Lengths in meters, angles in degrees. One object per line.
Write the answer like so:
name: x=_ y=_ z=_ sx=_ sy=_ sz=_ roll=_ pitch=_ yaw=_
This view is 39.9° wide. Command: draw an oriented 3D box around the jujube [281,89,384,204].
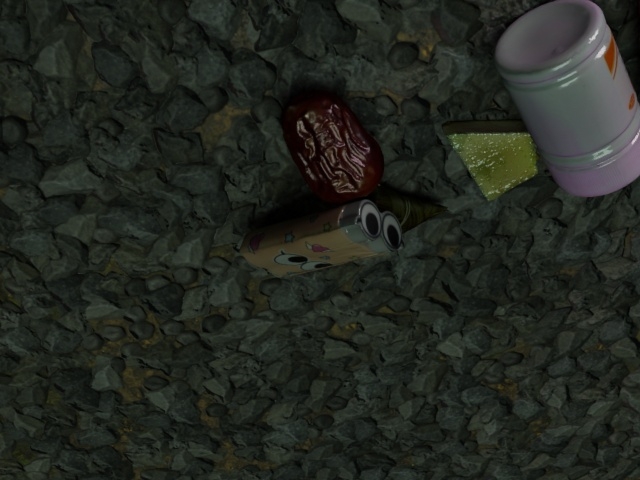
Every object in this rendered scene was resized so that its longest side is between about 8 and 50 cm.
jujube: x=0.022 y=-0.176 z=1.644 sx=0.155 sy=0.155 sz=0.230 roll=-25 pitch=118 yaw=13

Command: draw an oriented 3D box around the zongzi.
zongzi: x=0.146 y=-0.022 z=1.834 sx=0.184 sy=0.084 sz=0.187 roll=9 pitch=135 yaw=-27

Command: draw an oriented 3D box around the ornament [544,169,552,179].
ornament: x=0.510 y=-0.163 z=1.772 sx=0.125 sy=0.073 sz=0.028 roll=-32 pitch=87 yaw=14

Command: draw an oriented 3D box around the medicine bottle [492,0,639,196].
medicine bottle: x=0.461 y=-0.254 z=1.597 sx=0.202 sy=0.202 sz=0.316 roll=-27 pitch=128 yaw=14

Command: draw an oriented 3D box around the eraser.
eraser: x=0.000 y=0.000 z=1.739 sx=0.290 sy=0.087 sz=0.171 roll=-15 pitch=156 yaw=35

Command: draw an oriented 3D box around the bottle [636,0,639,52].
bottle: x=0.652 y=-0.331 z=1.605 sx=0.143 sy=0.144 sz=0.336 roll=-15 pitch=132 yaw=5

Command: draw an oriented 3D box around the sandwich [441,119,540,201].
sandwich: x=0.352 y=-0.188 z=1.733 sx=0.162 sy=0.058 sz=0.193 roll=-31 pitch=125 yaw=15
